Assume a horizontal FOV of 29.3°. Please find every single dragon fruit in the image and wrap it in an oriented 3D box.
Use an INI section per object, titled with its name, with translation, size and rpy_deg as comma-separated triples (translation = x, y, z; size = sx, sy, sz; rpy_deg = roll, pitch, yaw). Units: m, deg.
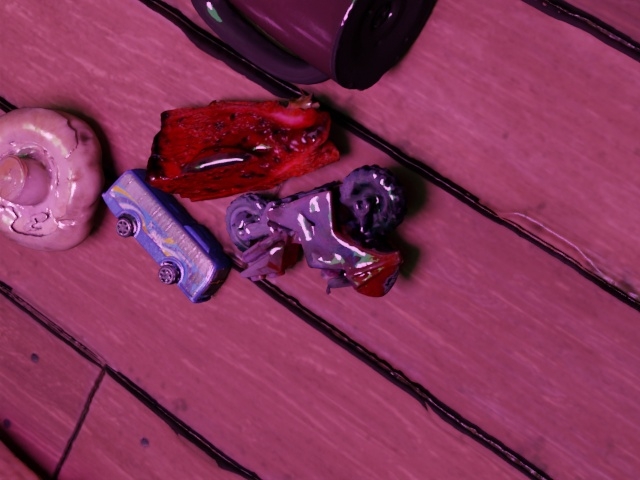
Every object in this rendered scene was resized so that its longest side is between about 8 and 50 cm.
[dragon fruit]
translation = -0.076, -0.101, 1.163
size = 0.192, 0.122, 0.092
rpy_deg = -9, 80, 30

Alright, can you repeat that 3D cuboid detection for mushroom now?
[mushroom]
translation = -0.293, -0.062, 1.272
size = 0.154, 0.122, 0.154
rpy_deg = 3, 99, 19

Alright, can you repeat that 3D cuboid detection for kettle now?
[kettle]
translation = -0.026, -0.241, 1.116
size = 0.232, 0.144, 0.202
rpy_deg = 38, 144, 23

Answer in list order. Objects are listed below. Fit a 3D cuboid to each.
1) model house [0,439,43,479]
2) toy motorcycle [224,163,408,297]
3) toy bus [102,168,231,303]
[model house]
translation = -0.385, 0.328, 1.374
size = 0.193, 0.175, 0.234
rpy_deg = 40, 104, 16
[toy motorcycle]
translation = 0.001, 0.000, 1.164
size = 0.213, 0.082, 0.122
rpy_deg = -10, 95, 39
[toy bus]
translation = -0.157, -0.006, 1.254
size = 0.153, 0.051, 0.061
rpy_deg = 46, 109, 13
